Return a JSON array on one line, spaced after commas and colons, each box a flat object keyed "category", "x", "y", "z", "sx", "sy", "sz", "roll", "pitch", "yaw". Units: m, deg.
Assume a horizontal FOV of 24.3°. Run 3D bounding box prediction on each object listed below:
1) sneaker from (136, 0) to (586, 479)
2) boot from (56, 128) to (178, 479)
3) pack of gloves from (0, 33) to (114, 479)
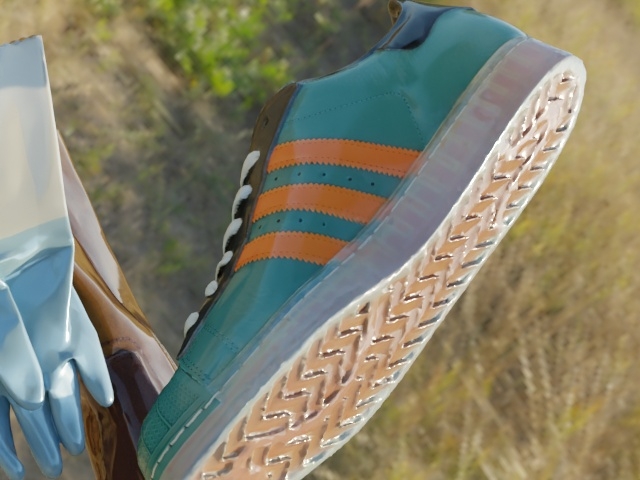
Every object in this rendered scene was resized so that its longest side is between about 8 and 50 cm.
[{"category": "sneaker", "x": 0.000, "y": 0.000, "z": 0.731, "sx": 0.121, "sy": 0.302, "sz": 0.108, "roll": 30, "pitch": -23, "yaw": 28}, {"category": "boot", "x": -0.112, "y": 0.065, "z": 0.799, "sx": 0.264, "sy": 0.096, "sz": 0.280, "roll": -68, "pitch": 136, "yaw": -81}, {"category": "pack of gloves", "x": -0.204, "y": 0.035, "z": 0.716, "sx": 0.195, "sy": 0.046, "sz": 0.232, "roll": -25, "pitch": 117, "yaw": -36}]
